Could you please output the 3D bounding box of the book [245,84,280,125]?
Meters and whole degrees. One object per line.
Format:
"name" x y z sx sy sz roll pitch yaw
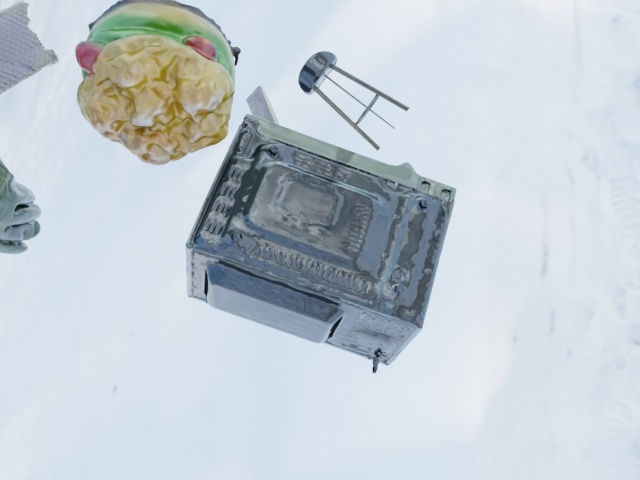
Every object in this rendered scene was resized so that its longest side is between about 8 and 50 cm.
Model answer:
"book" -0.103 -0.223 1.401 0.181 0.014 0.127 67 162 -5

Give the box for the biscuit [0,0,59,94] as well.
"biscuit" -0.508 -0.270 1.025 0.062 0.108 0.239 -5 33 31

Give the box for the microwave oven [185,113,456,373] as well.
"microwave oven" 0.000 0.000 1.057 0.218 0.355 0.286 111 179 -61

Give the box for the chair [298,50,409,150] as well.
"chair" 0.062 -0.286 1.357 0.104 0.222 0.095 -53 5 12

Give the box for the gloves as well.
"gloves" -0.474 -0.070 0.935 0.135 0.268 0.107 -4 53 12

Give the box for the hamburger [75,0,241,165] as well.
"hamburger" -0.228 -0.203 0.938 0.237 0.237 0.148 -42 40 42
